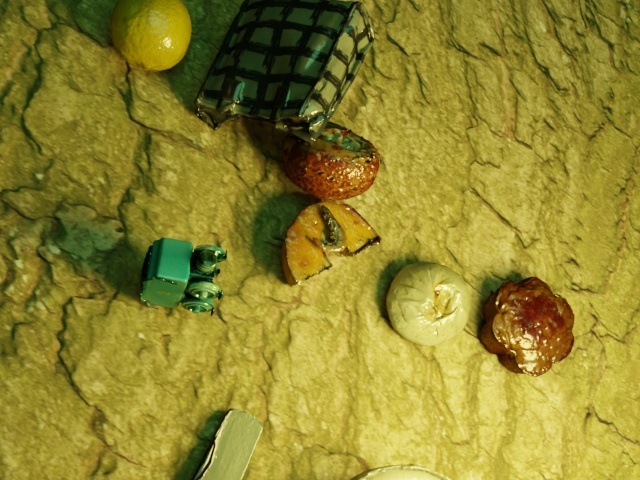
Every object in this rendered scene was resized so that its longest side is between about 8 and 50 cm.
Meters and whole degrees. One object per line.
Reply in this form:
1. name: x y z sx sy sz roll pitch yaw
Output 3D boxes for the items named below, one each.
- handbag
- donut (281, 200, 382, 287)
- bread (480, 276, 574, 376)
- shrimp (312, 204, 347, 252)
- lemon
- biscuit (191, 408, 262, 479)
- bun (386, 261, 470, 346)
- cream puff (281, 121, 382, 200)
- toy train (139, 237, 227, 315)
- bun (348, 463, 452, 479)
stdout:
1. handbag: -0.083 -0.389 1.926 0.327 0.325 0.162 -64 146 -24
2. donut: 0.002 -0.006 1.954 0.259 0.101 0.152 -26 85 -29
3. bread: 0.506 0.201 2.104 0.247 0.135 0.232 -39 92 -30
4. shrimp: 0.012 -0.024 1.904 0.083 0.023 0.114 -20 80 -29
5. lemon: -0.373 -0.472 1.890 0.178 0.178 0.203 9 71 -23
6. biscuit: -0.216 0.491 1.723 0.099 0.038 0.322 33 62 -16
7. bun: 0.265 0.144 2.014 0.222 0.127 0.222 9 69 -25
8. cream puff: 0.018 -0.182 1.970 0.240 0.164 0.240 20 32 -13
9. toy train: -0.282 0.073 1.740 0.163 0.203 0.112 11 63 -12
10. bun: 0.154 0.645 1.754 0.364 0.202 0.364 9 63 -19
